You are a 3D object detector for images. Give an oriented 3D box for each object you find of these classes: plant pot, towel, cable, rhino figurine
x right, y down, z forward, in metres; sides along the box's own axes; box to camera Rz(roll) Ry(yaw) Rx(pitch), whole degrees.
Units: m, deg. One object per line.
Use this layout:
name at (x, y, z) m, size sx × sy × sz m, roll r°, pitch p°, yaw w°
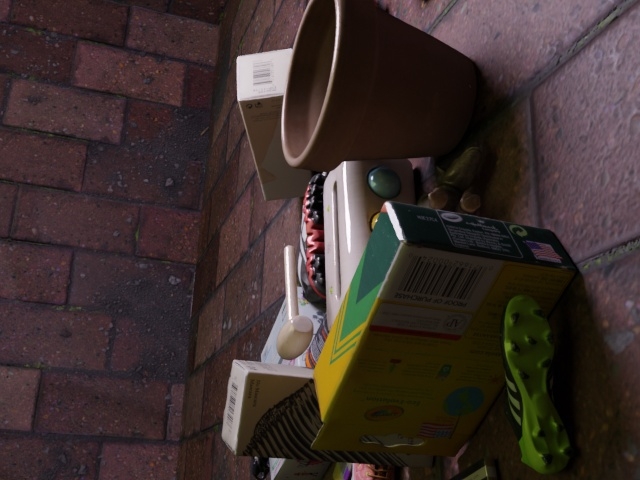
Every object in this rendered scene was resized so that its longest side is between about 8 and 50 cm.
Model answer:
plant pot at (0.086, -0.213, 1.060) m, size 0.263 × 0.229 × 0.263 m, roll -172°, pitch 90°, yaw -72°
towel at (0.040, 0.393, 1.277) m, size 0.060 × 0.009 × 0.083 m, roll -115°, pitch 38°, yaw -61°
cable at (-0.126, 0.389, 1.543) m, size 0.184 × 0.047 × 0.150 m, roll -92°, pitch 0°, yaw -58°
rhino figurine at (0.154, -0.031, 0.946) m, size 0.106 × 0.073 × 0.243 m, roll 115°, pitch 180°, yaw -69°

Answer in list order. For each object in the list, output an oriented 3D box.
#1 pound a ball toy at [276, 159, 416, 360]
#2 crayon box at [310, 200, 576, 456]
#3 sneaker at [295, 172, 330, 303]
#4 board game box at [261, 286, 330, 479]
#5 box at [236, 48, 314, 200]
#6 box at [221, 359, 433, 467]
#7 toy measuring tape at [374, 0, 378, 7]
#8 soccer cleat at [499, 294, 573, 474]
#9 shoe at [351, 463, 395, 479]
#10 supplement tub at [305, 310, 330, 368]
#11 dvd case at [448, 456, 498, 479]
pound a ball toy at (0.048, 0.017, 1.106) m, size 0.135 × 0.208 × 0.319 m, roll 125°, pitch 150°, yaw -55°
crayon box at (0.118, 0.116, 0.848) m, size 0.081 × 0.202 × 0.318 m, roll -105°, pitch 30°, yaw -51°
sneaker at (0.000, 0.000, 1.445) m, size 0.135 × 0.098 × 0.276 m, roll 131°, pitch 142°, yaw -56°
board game box at (-0.033, 0.274, 1.425) m, size 0.303 × 0.098 × 0.224 m, roll -98°, pitch 23°, yaw -46°
box at (-0.091, -0.241, 1.613) m, size 0.311 × 0.121 × 0.148 m, roll 80°, pitch -177°, yaw -51°
box at (0.015, 0.231, 0.993) m, size 0.094 × 0.275 × 0.113 m, roll 178°, pitch 99°, yaw -72°
toy measuring tape at (0.080, -0.460, 1.471) m, size 0.121 × 0.121 × 0.330 m, roll -61°, pitch 4°, yaw 48°
soccer cleat at (0.208, 0.146, 0.759) m, size 0.072 × 0.060 × 0.178 m, roll 142°, pitch 122°, yaw -72°
shoe at (0.081, 0.331, 1.088) m, size 0.178 × 0.064 × 0.081 m, roll -95°, pitch 17°, yaw -48°
supplement tub at (0.037, 0.178, 1.232) m, size 0.106 × 0.106 × 0.198 m, roll -100°, pitch 26°, yaw -46°
dvd case at (0.173, 0.382, 0.854) m, size 0.164 × 0.018 × 0.221 m, roll 120°, pitch 152°, yaw -51°
